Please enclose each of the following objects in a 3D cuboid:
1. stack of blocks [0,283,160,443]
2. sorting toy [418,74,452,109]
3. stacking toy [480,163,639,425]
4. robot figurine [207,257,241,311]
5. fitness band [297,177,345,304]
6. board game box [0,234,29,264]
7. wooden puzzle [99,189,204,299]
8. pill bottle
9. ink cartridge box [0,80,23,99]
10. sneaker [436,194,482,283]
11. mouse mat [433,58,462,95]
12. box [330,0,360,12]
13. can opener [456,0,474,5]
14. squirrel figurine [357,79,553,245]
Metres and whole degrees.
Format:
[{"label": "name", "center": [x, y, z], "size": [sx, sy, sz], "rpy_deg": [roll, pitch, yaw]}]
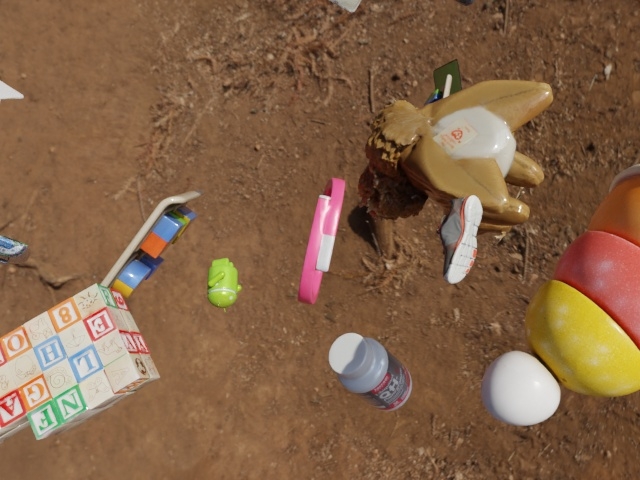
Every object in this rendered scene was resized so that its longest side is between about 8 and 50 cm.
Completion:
[{"label": "stack of blocks", "center": [-0.436, 0.222, 0.757], "size": [0.297, 0.087, 0.171], "rpy_deg": [-30, 76, -5]}, {"label": "sorting toy", "center": [0.271, -0.317, 1.261], "size": [0.208, 0.038, 0.193], "rpy_deg": [-52, 14, 49]}, {"label": "stacking toy", "center": [0.465, 0.134, 0.791], "size": [0.479, 0.350, 0.351], "rpy_deg": [-37, 61, 4]}, {"label": "robot figurine", "center": [-0.222, 0.100, 1.075], "size": [0.067, 0.101, 0.115], "rpy_deg": [-9, 62, 10]}, {"label": "fitness band", "center": [0.000, 0.000, 1.072], "size": [0.054, 0.209, 0.291], "rpy_deg": [13, 81, -1]}, {"label": "board game box", "center": [-0.763, 0.003, 1.057], "size": [0.194, 0.194, 0.060], "rpy_deg": [-16, 52, 61]}, {"label": "wooden puzzle", "center": [-0.420, 0.021, 1.184], "size": [0.080, 0.322, 0.348], "rpy_deg": [41, 93, -10]}, {"label": "pill bottle", "center": [0.156, 0.415, 1.515], "size": [0.176, 0.318, 0.176], "rpy_deg": [-19, 49, 23]}, {"label": "ink cartridge box", "center": [-0.457, -0.158, 0.546], "size": [0.104, 0.180, 0.060], "rpy_deg": [32, 116, 4]}, {"label": "sneaker", "center": [0.233, -0.002, 0.829], "size": [0.064, 0.061, 0.158], "rpy_deg": [7, 75, 46]}, {"label": "mouse mat", "center": [0.396, -0.467, 1.473], "size": [0.007, 0.189, 0.153], "rpy_deg": [-13, 101, -7]}, {"label": "box", "center": [-0.017, -0.496, 0.759], "size": [0.127, 0.148, 0.232], "rpy_deg": [-54, 51, 29]}, {"label": "can opener", "center": [0.167, -0.521, 0.825], "size": [0.283, 0.095, 0.076], "rpy_deg": [34, 61, 10]}, {"label": "squirrel figurine", "center": [0.286, -0.142, 1.078], "size": [0.396, 0.370, 0.281], "rpy_deg": [13, 73, 23]}]
